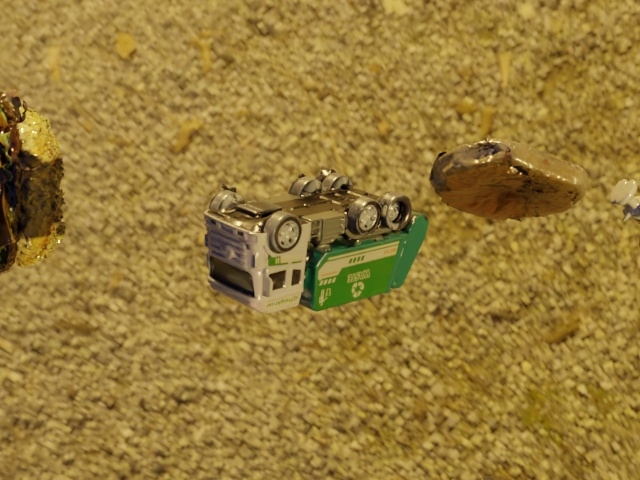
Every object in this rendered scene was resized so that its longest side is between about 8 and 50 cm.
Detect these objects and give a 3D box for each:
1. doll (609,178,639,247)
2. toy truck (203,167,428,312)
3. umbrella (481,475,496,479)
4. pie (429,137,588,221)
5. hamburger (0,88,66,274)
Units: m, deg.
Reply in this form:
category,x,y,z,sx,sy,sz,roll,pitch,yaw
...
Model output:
category,x,y,z,sx,sy,sz,roll,pitch,yaw
doll,0.287,-0.016,1.036,0.085,0.058,0.040,36,81,-1
toy truck,0.000,0.000,1.204,0.114,0.253,0.124,21,115,42
umbrella,0.228,0.347,1.527,0.031,0.133,0.036,8,105,-5
pie,0.227,-0.071,1.446,0.195,0.195,0.046,-1,70,24
hamburger,-0.408,-0.079,1.549,0.138,0.261,0.243,-6,85,-25
